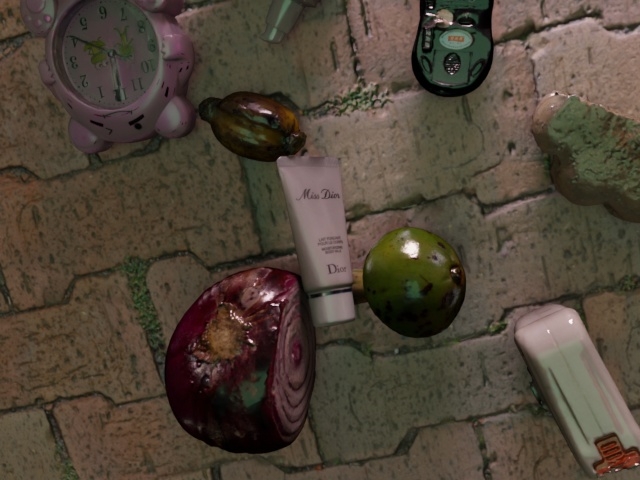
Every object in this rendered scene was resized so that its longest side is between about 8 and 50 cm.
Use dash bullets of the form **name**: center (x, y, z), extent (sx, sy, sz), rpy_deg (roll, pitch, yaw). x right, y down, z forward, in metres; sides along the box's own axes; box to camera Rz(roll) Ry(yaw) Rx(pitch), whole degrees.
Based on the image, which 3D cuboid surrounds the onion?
- **onion**: center (-0.151, 0.217, 1.233), extent (0.260, 0.282, 0.337), rpy_deg (-3, 71, 19)

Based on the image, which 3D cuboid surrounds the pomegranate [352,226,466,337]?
- **pomegranate**: center (0.148, 0.080, 1.224), extent (0.247, 0.202, 0.202), rpy_deg (-11, 101, 41)

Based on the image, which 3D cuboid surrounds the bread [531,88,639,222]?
- **bread**: center (0.520, -0.134, 1.156), extent (0.337, 0.102, 0.183), rpy_deg (20, 103, 5)

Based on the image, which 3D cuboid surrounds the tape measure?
- **tape measure**: center (0.436, 0.247, 1.161), extent (0.130, 0.265, 0.258), rpy_deg (-29, 85, 10)

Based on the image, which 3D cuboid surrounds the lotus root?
- **lotus root**: center (-0.128, -0.213, 1.231), extent (0.209, 0.120, 0.120), rpy_deg (22, 103, 4)

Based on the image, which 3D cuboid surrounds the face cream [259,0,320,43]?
- **face cream**: center (-0.034, -0.464, 1.173), extent (0.101, 0.101, 0.252), rpy_deg (28, 104, 2)

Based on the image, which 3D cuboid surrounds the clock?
- **clock**: center (-0.379, -0.337, 1.242), extent (0.295, 0.113, 0.322), rpy_deg (-8, 101, 9)

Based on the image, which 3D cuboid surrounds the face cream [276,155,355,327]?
- **face cream**: center (0.000, 0.000, 1.221), extent (0.089, 0.143, 0.315), rpy_deg (-19, 79, 54)

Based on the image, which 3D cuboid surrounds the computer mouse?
- **computer mouse**: center (0.233, -0.366, 1.157), extent (0.137, 0.096, 0.233), rpy_deg (8, 98, 2)
